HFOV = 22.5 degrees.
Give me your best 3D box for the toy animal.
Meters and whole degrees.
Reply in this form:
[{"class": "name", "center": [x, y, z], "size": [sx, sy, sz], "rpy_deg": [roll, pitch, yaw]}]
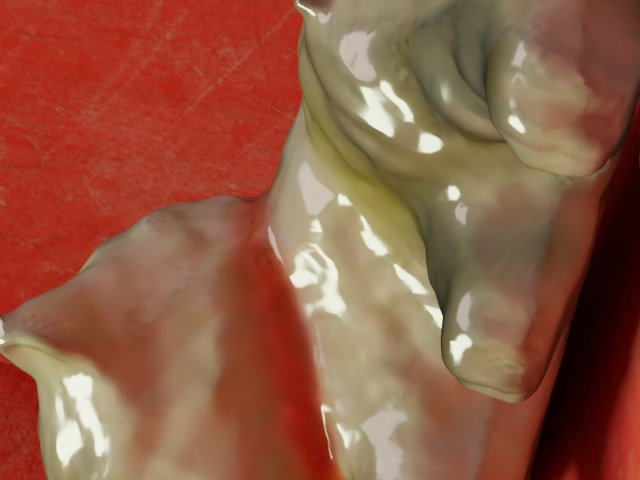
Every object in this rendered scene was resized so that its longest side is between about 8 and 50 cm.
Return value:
[{"class": "toy animal", "center": [0.000, 0.000, 0.501], "size": [0.266, 0.188, 0.308], "rpy_deg": [-65, -13, -7]}]
